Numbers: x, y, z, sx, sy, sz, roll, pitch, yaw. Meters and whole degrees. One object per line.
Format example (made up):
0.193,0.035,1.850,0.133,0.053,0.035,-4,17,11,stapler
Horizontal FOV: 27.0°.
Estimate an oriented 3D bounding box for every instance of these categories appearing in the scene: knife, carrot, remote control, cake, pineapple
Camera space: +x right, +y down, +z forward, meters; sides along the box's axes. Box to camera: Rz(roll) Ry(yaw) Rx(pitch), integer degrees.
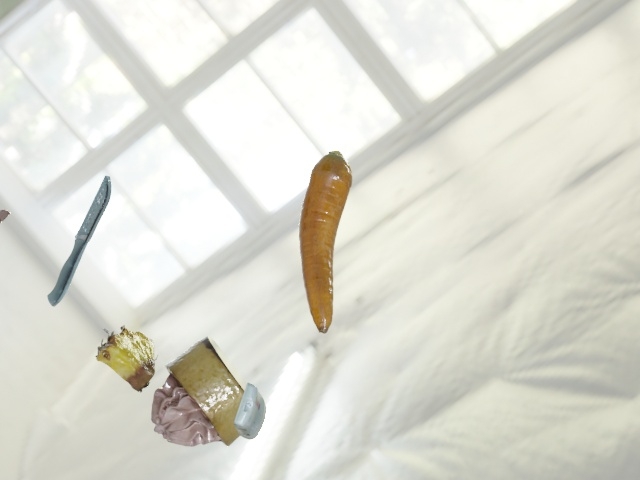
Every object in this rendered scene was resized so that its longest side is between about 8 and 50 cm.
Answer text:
-0.349,0.003,1.942,0.028,0.015,0.210,36,-77,41,knife
0.000,0.001,1.782,0.062,0.066,0.271,103,-2,-66,carrot
-0.096,0.242,1.880,0.166,0.029,0.065,88,21,-75,remote control
-0.217,0.293,2.392,0.178,0.185,0.208,-37,176,0,cake
-0.330,0.207,2.276,0.069,0.116,0.137,-45,160,16,pineapple

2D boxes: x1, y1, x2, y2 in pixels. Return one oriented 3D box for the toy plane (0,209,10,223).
-0.509,0.021,1.765,0.223,0.104,0.326,-27,177,-12,toy plane
